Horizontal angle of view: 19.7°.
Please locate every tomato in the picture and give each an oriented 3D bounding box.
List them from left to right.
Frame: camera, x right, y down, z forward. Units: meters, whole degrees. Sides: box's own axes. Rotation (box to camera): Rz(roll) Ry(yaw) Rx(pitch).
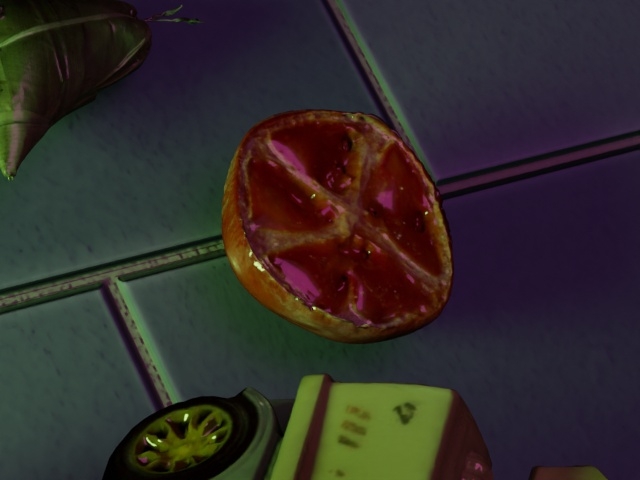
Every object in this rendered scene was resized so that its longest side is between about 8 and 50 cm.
[{"bbox_3d":[0.000,0.000,1.094,0.156,0.069,0.155,17,54,-25],"label":"tomato"}]

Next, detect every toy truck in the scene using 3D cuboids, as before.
[{"bbox_3d":[-0.009,0.226,0.778,0.405,0.254,0.180,-67,142,-52],"label":"toy truck"}]

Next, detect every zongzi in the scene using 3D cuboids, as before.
[{"bbox_3d":[-0.130,-0.086,1.072,0.154,0.062,0.130,-1,51,-31],"label":"zongzi"}]
